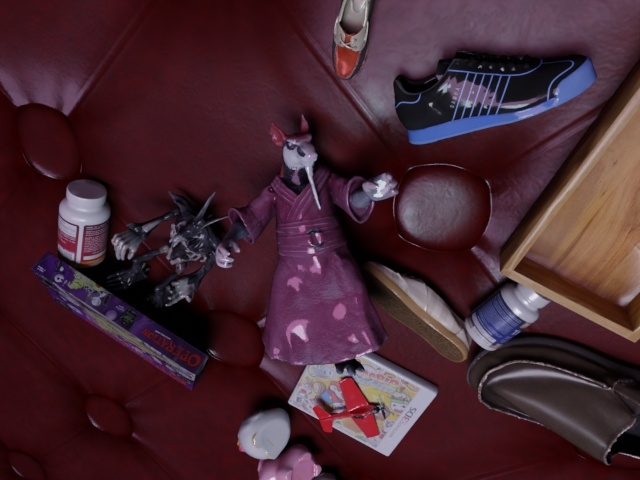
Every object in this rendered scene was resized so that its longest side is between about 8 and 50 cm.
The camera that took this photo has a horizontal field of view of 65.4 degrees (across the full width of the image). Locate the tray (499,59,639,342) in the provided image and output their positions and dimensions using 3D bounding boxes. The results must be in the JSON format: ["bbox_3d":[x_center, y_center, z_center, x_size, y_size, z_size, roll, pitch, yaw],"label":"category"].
[{"bbox_3d":[0.417,-0.081,0.593,0.202,0.076,0.411,27,123,3],"label":"tray"}]

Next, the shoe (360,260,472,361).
[{"bbox_3d":[0.155,0.104,0.800,0.219,0.058,0.076,41,153,0],"label":"shoe"}]

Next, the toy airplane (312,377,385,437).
[{"bbox_3d":[0.049,0.322,0.933,0.151,0.028,0.151,8,120,14],"label":"toy airplane"}]

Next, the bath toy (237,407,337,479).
[{"bbox_3d":[-0.066,0.494,1.046,0.348,0.151,0.129,59,154,-15],"label":"bath toy"}]

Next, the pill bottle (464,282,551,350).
[{"bbox_3d":[0.280,0.106,0.744,0.067,0.067,0.120,38,123,-3],"label":"pill bottle"}]

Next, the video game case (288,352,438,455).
[{"bbox_3d":[0.072,0.293,0.942,0.227,0.026,0.206,27,122,4],"label":"video game case"}]

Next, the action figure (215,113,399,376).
[{"bbox_3d":[0.000,0.000,0.747,0.248,0.276,0.370,-6,96,10],"label":"action figure"}]

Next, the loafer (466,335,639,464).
[{"bbox_3d":[0.405,0.246,0.737,0.365,0.130,0.134,10,120,14],"label":"loafer"}]

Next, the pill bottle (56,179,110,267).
[{"bbox_3d":[-0.432,-0.031,0.911,0.086,0.086,0.152,26,122,5],"label":"pill bottle"}]

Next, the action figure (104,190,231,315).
[{"bbox_3d":[-0.261,0.033,0.855,0.164,0.141,0.275,46,125,-4],"label":"action figure"}]

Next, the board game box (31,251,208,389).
[{"bbox_3d":[-0.379,0.167,0.969,0.346,0.056,0.208,33,156,0],"label":"board game box"}]

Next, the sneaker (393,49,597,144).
[{"bbox_3d":[0.200,-0.191,0.605,0.232,0.081,0.090,-13,119,26],"label":"sneaker"}]

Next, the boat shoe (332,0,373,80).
[{"bbox_3d":[0.041,-0.272,0.641,0.049,0.043,0.137,19,123,7],"label":"boat shoe"}]
